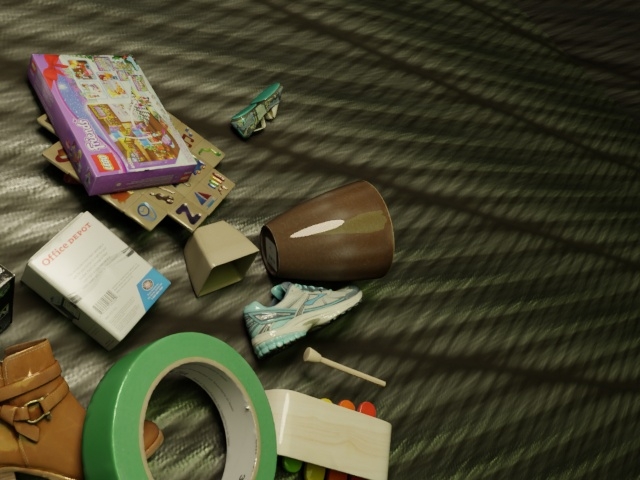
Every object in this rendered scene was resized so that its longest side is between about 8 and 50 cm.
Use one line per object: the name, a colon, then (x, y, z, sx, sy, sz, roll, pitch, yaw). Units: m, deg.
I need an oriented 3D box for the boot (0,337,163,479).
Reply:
boot: (-0.380, 0.246, 0.879, 0.283, 0.109, 0.220, -9, 95, -26)

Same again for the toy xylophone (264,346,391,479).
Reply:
toy xylophone: (0.020, 0.353, 1.153, 0.322, 0.081, 0.236, 32, 54, -18)

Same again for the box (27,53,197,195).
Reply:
box: (-0.387, -0.225, 1.123, 0.201, 0.057, 0.293, -15, 65, -43)

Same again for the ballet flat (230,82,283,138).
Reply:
ballet flat: (-0.138, -0.295, 1.389, 0.070, 0.070, 0.188, 46, 52, -7)

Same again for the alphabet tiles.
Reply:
alphabet tiles: (-0.341, -0.163, 1.156, 0.342, 0.011, 0.285, 36, 42, -5)

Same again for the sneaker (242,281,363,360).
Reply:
sneaker: (-0.030, 0.127, 1.217, 0.283, 0.110, 0.122, -22, 78, -40)

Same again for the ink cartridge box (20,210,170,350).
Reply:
ink cartridge box: (-0.376, 0.068, 1.019, 0.190, 0.082, 0.139, 42, 50, -9)

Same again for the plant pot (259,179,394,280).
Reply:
plant pot: (0.000, 0.000, 1.256, 0.230, 0.215, 0.215, -13, 75, -23)

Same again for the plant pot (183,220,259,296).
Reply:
plant pot: (-0.200, 0.026, 1.154, 0.109, 0.109, 0.096, -21, 68, -40)

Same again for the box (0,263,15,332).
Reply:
box: (-0.506, 0.137, 0.827, 0.045, 0.184, 0.191, 36, 50, -2)

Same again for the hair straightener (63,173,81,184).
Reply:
hair straightener: (-0.366, -0.142, 1.151, 0.230, 0.047, 0.089, 3, 66, -28)

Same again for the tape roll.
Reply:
tape roll: (-0.201, 0.305, 0.927, 0.321, 0.077, 0.321, 35, 42, -40)
